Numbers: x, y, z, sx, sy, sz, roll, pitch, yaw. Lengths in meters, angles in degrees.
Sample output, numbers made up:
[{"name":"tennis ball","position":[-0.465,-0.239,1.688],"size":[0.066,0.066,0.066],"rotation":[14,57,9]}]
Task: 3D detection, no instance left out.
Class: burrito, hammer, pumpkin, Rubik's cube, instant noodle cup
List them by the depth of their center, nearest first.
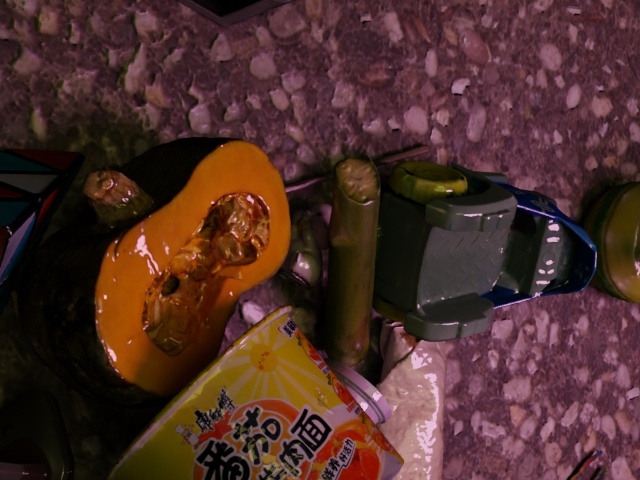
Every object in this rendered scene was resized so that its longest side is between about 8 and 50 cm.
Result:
[{"name":"Rubik's cube","position":[-0.378,-0.057,0.908],"size":[0.234,0.284,0.250],"rotation":[27,51,-8]},{"name":"instant noodle cup","position":[-0.054,0.222,0.946],"size":[0.200,0.264,0.264],"rotation":[44,66,9]},{"name":"pumpkin","position":[-0.170,0.009,0.961],"size":[0.222,0.139,0.317],"rotation":[57,50,-26]},{"name":"hammer","position":[0.026,-0.087,1.185],"size":[0.292,0.029,0.058],"rotation":[-19,103,-32]},{"name":"burrito","position":[0.103,0.293,1.216],"size":[0.117,0.076,0.392],"rotation":[7,86,-18]}]

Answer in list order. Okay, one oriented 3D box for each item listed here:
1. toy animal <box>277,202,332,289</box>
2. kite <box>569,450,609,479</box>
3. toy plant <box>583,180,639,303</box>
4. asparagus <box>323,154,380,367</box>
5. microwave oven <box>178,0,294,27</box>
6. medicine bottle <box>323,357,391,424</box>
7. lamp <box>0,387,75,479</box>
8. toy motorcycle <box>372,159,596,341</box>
[{"name":"toy animal","position":[-0.005,-0.003,1.139],"size":[0.085,0.071,0.124],"rotation":[36,73,-27]},{"name":"kite","position":[0.360,0.440,1.414],"size":[0.285,0.015,0.152],"rotation":[-41,114,-21]},{"name":"toy plant","position":[0.542,0.003,1.336],"size":[0.224,0.315,0.185],"rotation":[-34,108,-24]},{"name":"asparagus","position":[0.037,0.033,1.101],"size":[0.067,0.060,0.278],"rotation":[-44,146,-43]},{"name":"microwave oven","position":[-0.077,-0.331,1.003],"size":[0.122,0.208,0.162],"rotation":[26,78,-30]},{"name":"medicine bottle","position":[-0.087,0.327,1.079],"size":[0.426,0.108,0.108],"rotation":[-48,114,-21]},{"name":"lamp","position":[-0.396,0.193,0.869],"size":[0.283,0.203,0.125],"rotation":[34,29,-39]},{"name":"toy motorcycle","position":[0.227,0.007,1.197],"size":[0.326,0.200,0.191],"rotation":[-9,117,-36]}]
